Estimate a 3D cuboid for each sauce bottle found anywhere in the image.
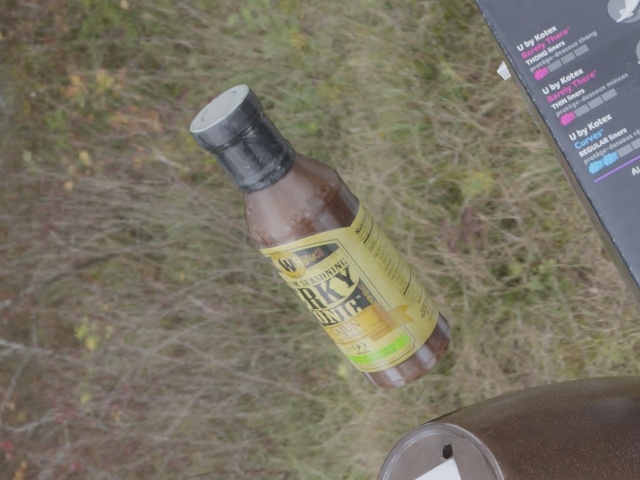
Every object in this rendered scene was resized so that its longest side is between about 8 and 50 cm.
[{"bbox_3d":[0.000,0.000,1.057,0.111,0.111,0.344,-19,121,38],"label":"sauce bottle"}]

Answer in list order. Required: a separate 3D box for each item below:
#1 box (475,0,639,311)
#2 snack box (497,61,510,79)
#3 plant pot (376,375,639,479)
[{"bbox_3d":[0.232,-0.053,0.680,0.143,0.165,0.270,-29,59,11],"label":"box"},{"bbox_3d":[0.326,-0.313,1.648,0.022,0.178,0.064,44,137,-9],"label":"snack box"},{"bbox_3d":[0.150,0.183,0.696,0.215,0.230,0.215,-17,66,45],"label":"plant pot"}]
